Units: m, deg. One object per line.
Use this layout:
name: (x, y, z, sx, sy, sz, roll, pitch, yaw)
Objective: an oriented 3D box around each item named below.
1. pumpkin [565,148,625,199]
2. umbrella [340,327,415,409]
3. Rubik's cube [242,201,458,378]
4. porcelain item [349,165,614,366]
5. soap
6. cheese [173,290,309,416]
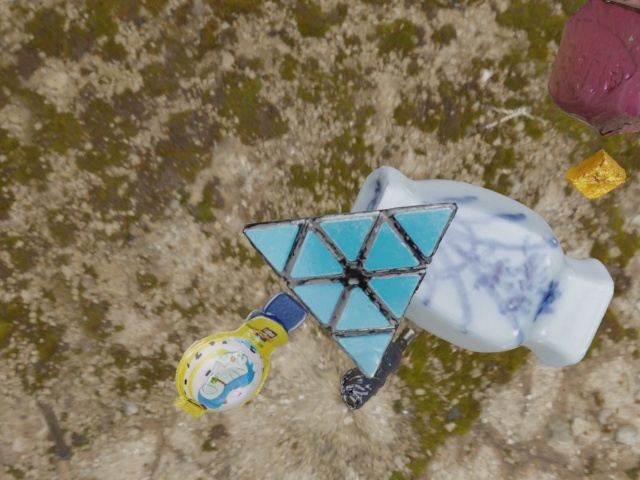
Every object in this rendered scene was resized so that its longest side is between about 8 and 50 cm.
pumpkin: (0.491, -0.117, 1.299, 0.083, 0.074, 0.054, -36, 34, 29)
umbrella: (0.113, 0.224, 1.357, 0.071, 0.071, 0.248, 41, 44, 10)
Rubik's cube: (0.000, 0.000, 0.772, 0.178, 0.190, 0.211, 16, 110, -17)
porcelain item: (0.236, 0.042, 1.123, 0.405, 0.178, 0.242, 23, 94, -15)
soap: (0.492, -0.285, 1.173, 0.127, 0.325, 0.220, 4, 115, -9)
cheese: (-0.126, 0.180, 1.135, 0.250, 0.064, 0.156, -46, 124, 2)
